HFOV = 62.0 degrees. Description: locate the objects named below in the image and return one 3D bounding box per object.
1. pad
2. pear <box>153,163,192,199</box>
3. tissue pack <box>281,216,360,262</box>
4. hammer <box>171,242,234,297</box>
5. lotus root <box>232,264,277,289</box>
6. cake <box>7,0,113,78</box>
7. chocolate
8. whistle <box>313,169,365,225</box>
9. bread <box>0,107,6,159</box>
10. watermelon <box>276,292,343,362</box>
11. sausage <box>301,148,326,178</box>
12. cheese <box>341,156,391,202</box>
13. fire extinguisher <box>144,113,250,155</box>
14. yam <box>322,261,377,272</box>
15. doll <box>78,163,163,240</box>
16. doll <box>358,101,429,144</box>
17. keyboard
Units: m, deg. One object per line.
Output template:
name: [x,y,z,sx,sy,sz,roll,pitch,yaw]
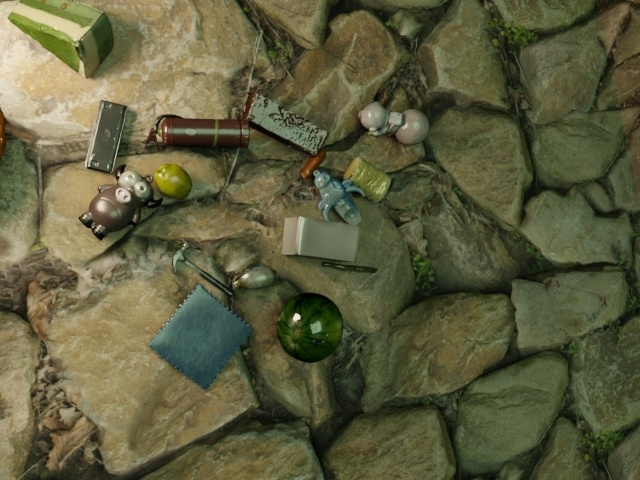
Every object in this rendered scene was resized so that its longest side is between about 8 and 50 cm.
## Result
pad: [-0.399,0.327,1.800,0.269,0.012,0.270,43,72,-22]
pear: [-0.481,-0.194,1.752,0.131,0.107,0.107,35,74,-34]
tissue pack: [0.001,0.000,1.932,0.245,0.159,0.136,8,86,-25]
hammer: [-0.398,0.121,1.815,0.246,0.029,0.103,41,72,-19]
lotus root: [-0.231,0.129,1.864,0.165,0.088,0.088,-9,91,-15]
cake: [-0.795,-0.639,1.657,0.283,0.172,0.158,24,68,12]
chocolate: [-0.137,-0.414,1.923,0.321,0.112,0.112,25,87,-23]
whistle: [0.064,-0.160,2.003,0.180,0.093,0.269,-42,105,5]
bread: [-1.063,-0.284,1.429,0.397,0.215,0.399,1,87,-26]
watermelon: [-0.036,0.302,1.858,0.242,0.242,0.243,1,87,-24]
sausage: [-0.026,-0.286,1.995,0.131,0.041,0.039,-54,130,-17]
cheese: [0.181,-0.235,2.058,0.167,0.093,0.123,30,74,-21]
fire extinguisher: [-0.415,-0.350,1.789,0.341,0.105,0.142,-3,117,-18]
yam: [0.113,0.107,2.051,0.234,0.029,0.027,8,57,-23]
doll: [-0.627,-0.122,1.671,0.182,0.117,0.257,45,74,-2]
doll: [0.285,-0.465,2.095,0.287,0.151,0.151,10,83,-21]
keyboard: [-0.685,-0.332,1.699,0.093,0.025,0.231,12,83,-12]
